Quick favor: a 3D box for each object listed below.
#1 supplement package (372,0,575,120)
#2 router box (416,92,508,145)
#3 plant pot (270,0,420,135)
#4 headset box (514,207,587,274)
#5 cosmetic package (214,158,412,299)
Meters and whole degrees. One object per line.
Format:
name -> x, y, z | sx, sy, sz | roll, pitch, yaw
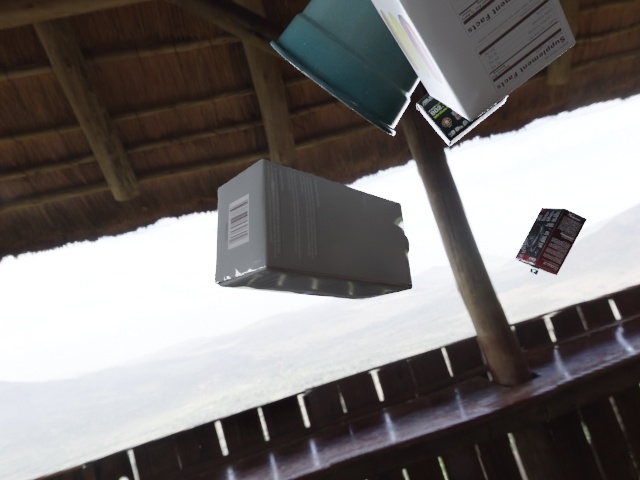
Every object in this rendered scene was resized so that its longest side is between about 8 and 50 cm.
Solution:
supplement package -> 0.136, -0.277, 0.489 | 0.134, 0.244, 0.139 | -37, 28, 13
router box -> 0.242, -0.238, 0.781 | 0.122, 0.092, 0.038 | -39, -11, 10
plant pot -> 0.123, -0.464, 0.969 | 0.334, 0.341, 0.341 | -54, -22, 20
headset box -> 0.279, 0.003, 0.558 | 0.032, 0.083, 0.062 | 25, 4, 0
cosmetic package -> 0.000, 0.000, 0.561 | 0.238, 0.127, 0.107 | 15, -26, -42
